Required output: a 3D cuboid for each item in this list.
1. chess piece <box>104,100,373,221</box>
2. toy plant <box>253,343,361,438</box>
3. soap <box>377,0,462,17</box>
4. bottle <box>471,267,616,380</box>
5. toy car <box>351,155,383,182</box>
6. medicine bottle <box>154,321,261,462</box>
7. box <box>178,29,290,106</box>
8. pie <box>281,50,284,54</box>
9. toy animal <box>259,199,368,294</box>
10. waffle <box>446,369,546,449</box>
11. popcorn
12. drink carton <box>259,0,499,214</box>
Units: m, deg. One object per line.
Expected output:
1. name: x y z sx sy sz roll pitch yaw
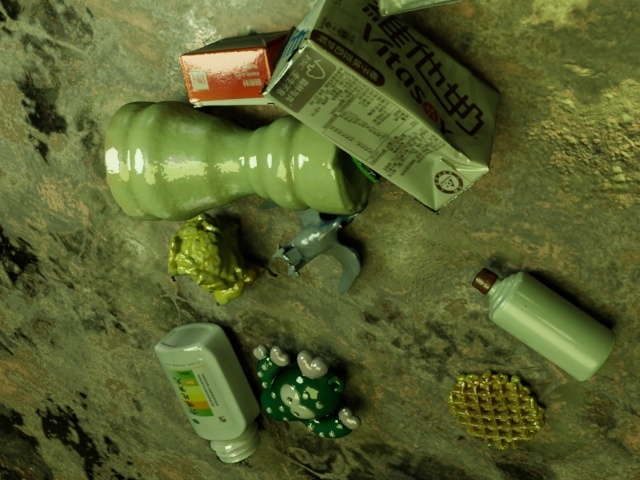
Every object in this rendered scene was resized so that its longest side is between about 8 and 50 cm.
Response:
1. chess piece: -0.135 -0.138 1.386 0.443 0.234 0.233 3 120 22
2. toy plant: -0.034 0.322 1.672 0.243 0.112 0.232 2 125 35
3. soap: 0.172 -0.462 1.042 0.258 0.159 0.302 -1 117 33
4. bottle: 0.367 0.129 1.328 0.245 0.104 0.104 35 130 6
5. toy car: 0.098 -0.155 1.265 0.071 0.165 0.062 47 136 -11
6. medicine bottle: -0.245 0.352 1.806 0.179 0.124 0.324 -6 116 33
7. box: -0.123 -0.289 1.326 0.182 0.133 0.099 2 118 28
8. pie: 0.027 -0.252 1.263 0.191 0.088 0.033 32 94 -32
9. toy animal: 0.000 0.000 1.478 0.239 0.176 0.255 55 163 -6
10. waffle: 0.336 0.326 1.512 0.191 0.038 0.191 14 125 21
11. popcorn: -0.206 0.044 1.567 0.174 0.168 0.195 -31 116 2
12. drink carton: 0.098 -0.216 1.147 0.325 0.194 0.132 33 137 -16
